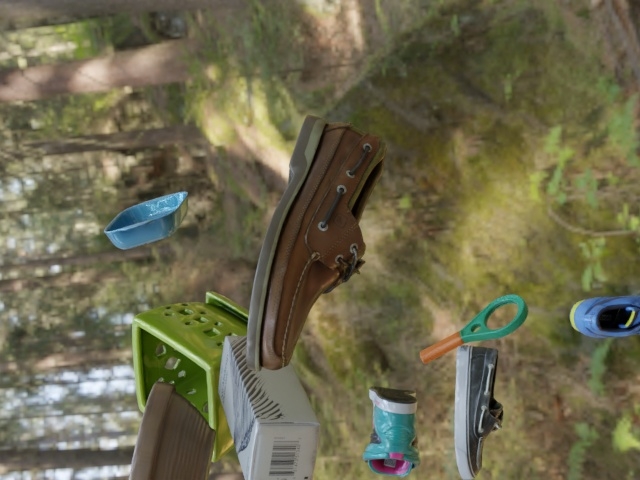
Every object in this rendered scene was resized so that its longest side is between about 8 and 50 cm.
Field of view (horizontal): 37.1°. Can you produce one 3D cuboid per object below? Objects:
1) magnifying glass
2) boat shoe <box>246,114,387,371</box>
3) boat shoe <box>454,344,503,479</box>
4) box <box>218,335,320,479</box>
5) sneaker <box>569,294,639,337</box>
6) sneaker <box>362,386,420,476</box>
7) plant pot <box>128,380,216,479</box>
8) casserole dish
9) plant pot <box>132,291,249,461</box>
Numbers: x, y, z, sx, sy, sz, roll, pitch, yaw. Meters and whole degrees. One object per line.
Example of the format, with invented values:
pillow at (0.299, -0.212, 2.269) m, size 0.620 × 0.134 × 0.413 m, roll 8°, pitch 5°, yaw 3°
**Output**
magnifying glass at (0.294, 0.176, 1.835) m, size 0.026 × 0.231 × 0.092 m, roll 51°, pitch -158°, yaw -28°
boat shoe at (0.000, 0.000, 1.021) m, size 0.111 × 0.104 × 0.307 m, roll 95°, pitch -171°, yaw -66°
boat shoe at (0.244, 0.268, 1.462) m, size 0.078 × 0.070 × 0.220 m, roll -46°, pitch -44°, yaw -67°
box at (-0.081, 0.246, 1.406) m, size 0.275 × 0.094 × 0.113 m, roll -129°, pitch 45°, yaw -66°
sneaker at (0.493, 0.117, 1.469) m, size 0.082 × 0.209 × 0.069 m, roll -172°, pitch 79°, yaw -75°
sneaker at (0.158, 0.415, 2.066) m, size 0.295 × 0.123 × 0.179 m, roll 38°, pitch -122°, yaw -86°
plant pot at (-0.227, 0.345, 1.488) m, size 0.237 × 0.109 × 0.238 m, roll -170°, pitch 90°, yaw -89°
casserole dish at (-0.251, -0.029, 1.413) m, size 0.188 × 0.114 × 0.037 m, roll -90°, pitch -17°, yaw -74°
plant pot at (-0.200, 0.237, 1.794) m, size 0.207 × 0.228 × 0.227 m, roll -26°, pitch -50°, yaw -41°
